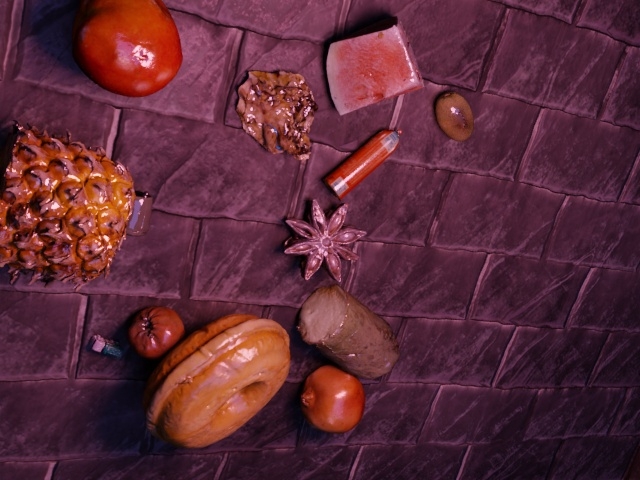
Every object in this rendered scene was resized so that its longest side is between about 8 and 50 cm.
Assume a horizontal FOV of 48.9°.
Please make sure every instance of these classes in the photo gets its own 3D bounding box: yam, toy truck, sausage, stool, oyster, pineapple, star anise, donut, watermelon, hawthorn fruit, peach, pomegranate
[{"bbox_3d":[0.092,0.281,2.086,0.300,0.195,0.195,39,92,-33],"label":"yam"},{"bbox_3d":[-0.560,0.279,1.843,0.083,0.044,0.039,28,95,-33],"label":"toy truck"},{"bbox_3d":[0.126,-0.221,1.945,0.264,0.083,0.083,-41,124,-7],"label":"sausage"},{"bbox_3d":[-0.456,-0.070,1.711,0.096,0.096,0.110,10,104,-30],"label":"stool"},{"bbox_3d":[-0.107,-0.321,1.784,0.223,0.083,0.214,6,107,-22],"label":"oyster"},{"bbox_3d":[-0.573,-0.060,1.517,0.300,0.352,0.352,24,100,-24],"label":"pineapple"},{"bbox_3d":[0.001,0.001,1.965,0.223,0.109,0.236,-40,107,-15],"label":"star anise"},{"bbox_3d":[-0.269,0.376,1.881,0.449,0.198,0.448,-32,149,-22],"label":"donut"},{"bbox_3d":[0.154,-0.433,1.790,0.262,0.201,0.212,-26,113,-10],"label":"watermelon"},{"bbox_3d":[-0.433,0.251,1.857,0.149,0.149,0.189,-19,159,-18],"label":"hawthorn fruit"},{"bbox_3d":[-0.410,-0.428,1.509,0.244,0.200,0.243,-8,104,-32],"label":"peach"},{"bbox_3d":[0.039,0.489,2.140,0.209,0.209,0.209,-11,116,-22],"label":"pomegranate"}]

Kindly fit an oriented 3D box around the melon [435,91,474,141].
[{"bbox_3d":[0.384,-0.350,2.004,0.099,0.099,0.162,-38,126,-7],"label":"melon"}]
